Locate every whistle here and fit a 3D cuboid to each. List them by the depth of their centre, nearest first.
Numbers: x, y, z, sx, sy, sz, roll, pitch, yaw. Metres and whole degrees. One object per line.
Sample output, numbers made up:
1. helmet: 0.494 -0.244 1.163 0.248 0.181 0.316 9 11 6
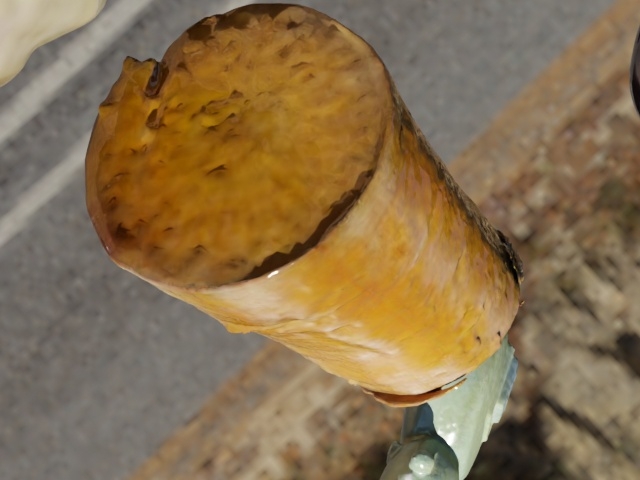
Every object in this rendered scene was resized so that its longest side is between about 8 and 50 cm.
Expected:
1. whistle: 0.079 0.140 1.347 0.126 0.067 0.258 92 18 -48

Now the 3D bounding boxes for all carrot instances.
1. carrot: 0.000 0.000 1.192 0.196 0.196 0.254 -41 141 1

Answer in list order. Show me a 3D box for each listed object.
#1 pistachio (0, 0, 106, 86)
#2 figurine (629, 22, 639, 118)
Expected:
1. pistachio: -0.252 -0.210 1.022 0.207 0.332 0.226 -54 -170 22
2. figurine: 0.278 -0.032 0.918 0.206 0.218 0.365 -60 135 -28
